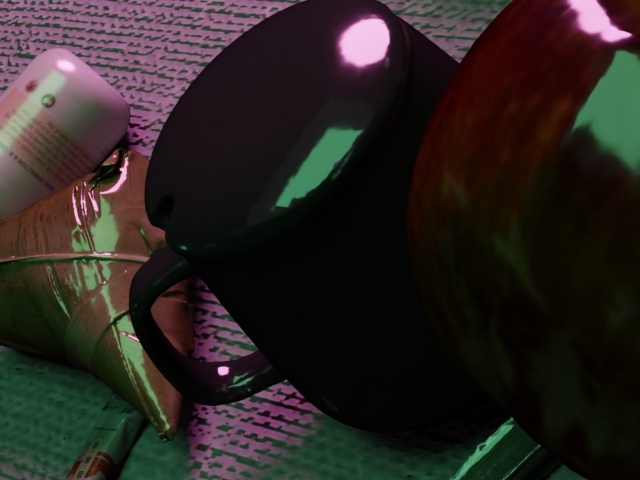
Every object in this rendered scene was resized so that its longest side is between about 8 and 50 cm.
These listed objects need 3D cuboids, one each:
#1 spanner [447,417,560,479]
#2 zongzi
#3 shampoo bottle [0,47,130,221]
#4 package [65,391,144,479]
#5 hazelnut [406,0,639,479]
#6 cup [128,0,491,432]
[{"bbox_3d":[0.054,0.127,0.896,0.325,0.026,0.093,-44,38,-2],"label":"spanner"},{"bbox_3d":[-0.149,0.060,1.097,0.189,0.081,0.178,-26,51,29],"label":"zongzi"},{"bbox_3d":[-0.199,-0.028,1.213,0.192,0.074,0.074,-50,39,-4],"label":"shampoo bottle"},{"bbox_3d":[-0.122,0.126,1.055,0.037,0.015,0.110,-3,52,45],"label":"package"},{"bbox_3d":[0.154,0.000,0.790,0.234,0.218,0.218,33,80,33],"label":"hazelnut"},{"bbox_3d":[0.000,0.000,0.930,0.223,0.176,0.169,-31,40,19],"label":"cup"}]
